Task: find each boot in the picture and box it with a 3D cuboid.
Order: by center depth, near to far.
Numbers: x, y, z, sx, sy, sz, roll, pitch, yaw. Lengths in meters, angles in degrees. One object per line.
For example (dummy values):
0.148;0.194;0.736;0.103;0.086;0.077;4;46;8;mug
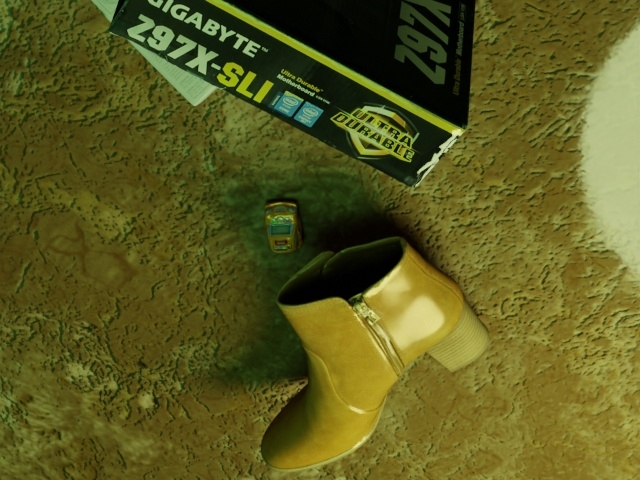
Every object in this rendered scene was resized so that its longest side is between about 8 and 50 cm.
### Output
0.009;0.110;1.672;0.295;0.104;0.211;-33;136;17;boot

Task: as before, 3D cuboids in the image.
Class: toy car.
0.000;0.000;1.644;0.122;0.040;0.060;11;131;-2;toy car

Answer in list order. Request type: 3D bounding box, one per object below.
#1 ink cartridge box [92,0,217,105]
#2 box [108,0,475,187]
-0.124;-0.228;1.478;0.179;0.045;0.145;47;123;-7;ink cartridge box
-0.005;-0.215;1.276;0.257;0.322;0.079;28;129;-16;box
